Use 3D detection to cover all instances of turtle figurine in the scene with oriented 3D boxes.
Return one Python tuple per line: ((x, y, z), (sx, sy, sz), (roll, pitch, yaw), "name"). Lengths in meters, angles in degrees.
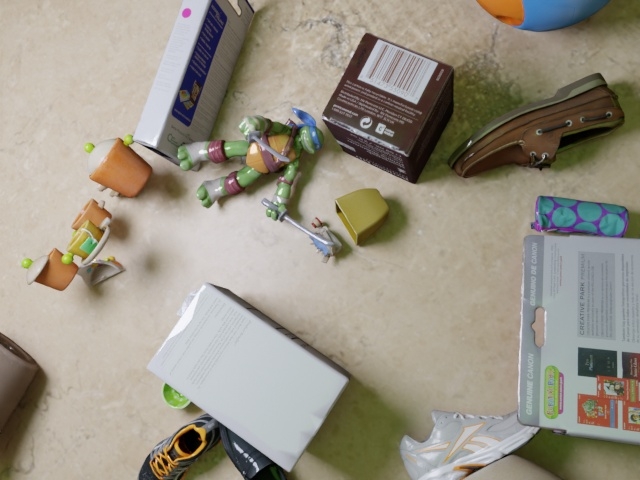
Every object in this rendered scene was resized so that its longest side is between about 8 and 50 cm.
((-0.129, -0.127, 1.065), (0.266, 0.198, 0.275), (-11, 66, 19), "turtle figurine")

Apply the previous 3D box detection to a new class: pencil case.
((0.448, -0.036, 0.993), (0.151, 0.064, 0.070), (7, 68, 14), "pencil case")

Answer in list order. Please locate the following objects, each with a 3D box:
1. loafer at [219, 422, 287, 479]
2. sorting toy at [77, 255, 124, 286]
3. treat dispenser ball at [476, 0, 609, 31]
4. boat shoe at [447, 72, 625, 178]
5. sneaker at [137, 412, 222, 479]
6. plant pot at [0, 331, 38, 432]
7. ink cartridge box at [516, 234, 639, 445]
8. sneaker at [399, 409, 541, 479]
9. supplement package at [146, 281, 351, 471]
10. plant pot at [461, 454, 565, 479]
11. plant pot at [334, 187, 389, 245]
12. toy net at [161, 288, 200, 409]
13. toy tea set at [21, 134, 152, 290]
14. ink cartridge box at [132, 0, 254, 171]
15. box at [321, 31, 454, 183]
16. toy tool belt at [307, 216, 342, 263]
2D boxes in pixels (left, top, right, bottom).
((-0.111, 0.406, 1.041), (0.076, 0.078, 0.223), (-26, 76, -28), "loafer")
((-0.465, 0.057, 1.184), (0.083, 0.075, 0.045), (-25, 77, 8), "sorting toy")
((0.384, -0.504, 0.960), (0.288, 0.288, 0.289), (-2, 81, 13), "treat dispenser ball")
((0.380, -0.179, 1.005), (0.307, 0.110, 0.105), (-28, 76, 8), "boat shoe")
((-0.274, 0.403, 1.086), (0.215, 0.083, 0.084), (-44, 77, 5), "sneaker")
((-0.702, 0.298, 1.138), (0.263, 0.263, 0.229), (34, 72, 15), "plant pot")
((0.450, 0.156, 0.909), (0.271, 0.130, 0.310), (5, 73, 14), "ink cartridge box")
((0.252, 0.326, 0.972), (0.262, 0.099, 0.121), (-30, 66, 2), "sneaker")
((-0.113, 0.230, 1.005), (0.292, 0.175, 0.178), (33, 84, 9), "supplement package")
((0.292, 0.444, 0.868), (0.284, 0.284, 0.191), (-32, 60, 7), "plant pot")
((0.082, -0.053, 1.075), (0.083, 0.081, 0.082), (-31, 76, -5), "plant pot")
((-0.241, 0.212, 1.125), (0.122, 0.045, 0.232), (0, 82, 13), "toy net")
((-0.458, -0.062, 1.096), (0.124, 0.200, 0.336), (37, 68, -26), "toy tea set")
((-0.243, -0.336, 1.138), (0.069, 0.176, 0.371), (20, 87, 16), "ink cartridge box")
((0.128, -0.227, 1.023), (0.168, 0.203, 0.167), (27, 89, 16), "box")
((0.000, 0.000, 1.098), (0.051, 0.052, 0.083), (-41, 75, -4), "toy tool belt")
